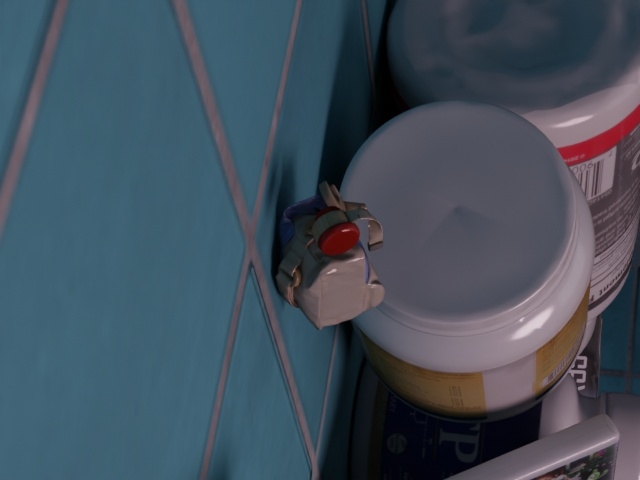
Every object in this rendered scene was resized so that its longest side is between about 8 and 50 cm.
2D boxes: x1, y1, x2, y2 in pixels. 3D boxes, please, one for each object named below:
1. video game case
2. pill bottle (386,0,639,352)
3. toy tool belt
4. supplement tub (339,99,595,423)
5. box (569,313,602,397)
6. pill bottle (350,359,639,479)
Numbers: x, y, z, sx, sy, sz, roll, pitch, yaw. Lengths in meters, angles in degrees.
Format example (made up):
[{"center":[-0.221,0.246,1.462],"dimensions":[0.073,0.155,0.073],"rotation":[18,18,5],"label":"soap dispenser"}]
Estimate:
[{"center":[0.088,0.190,0.921],"dimensions":[0.173,0.190,0.022],"rotation":[83,-17,-51],"label":"video game case"},{"center":[0.139,-0.040,1.084],"dimensions":[0.318,0.176,0.176],"rotation":[83,15,-51],"label":"pill bottle"},{"center":[0.000,0.000,0.699],"dimensions":[0.083,0.052,0.051],"rotation":[86,-18,-56],"label":"toy tool belt"},{"center":[0.081,0.016,0.864],"dimensions":[0.200,0.144,0.144],"rotation":[69,28,-70],"label":"supplement tub"},{"center":[0.193,0.056,1.480],"dimensions":[0.242,0.076,0.307],"rotation":[-171,-95,-75],"label":"box"},{"center":[0.119,0.135,1.019],"dimensions":[0.112,0.186,0.112],"rotation":[4,90,-81],"label":"pill bottle"}]
